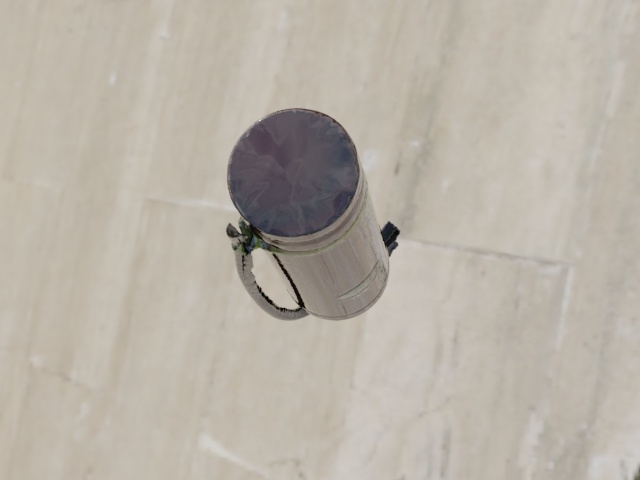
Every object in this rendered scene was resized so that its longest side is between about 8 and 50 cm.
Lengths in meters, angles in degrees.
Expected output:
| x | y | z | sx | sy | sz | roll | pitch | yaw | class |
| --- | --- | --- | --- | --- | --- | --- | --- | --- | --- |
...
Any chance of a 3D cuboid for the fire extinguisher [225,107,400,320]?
| x | y | z | sx | sy | sz | roll | pitch | yaw | class |
| --- | --- | --- | --- | --- | --- | --- | --- | --- | --- |
| 0.000 | 0.000 | 0.494 | 0.064 | 0.158 | 0.043 | -42 | 73 | -6 | fire extinguisher |
